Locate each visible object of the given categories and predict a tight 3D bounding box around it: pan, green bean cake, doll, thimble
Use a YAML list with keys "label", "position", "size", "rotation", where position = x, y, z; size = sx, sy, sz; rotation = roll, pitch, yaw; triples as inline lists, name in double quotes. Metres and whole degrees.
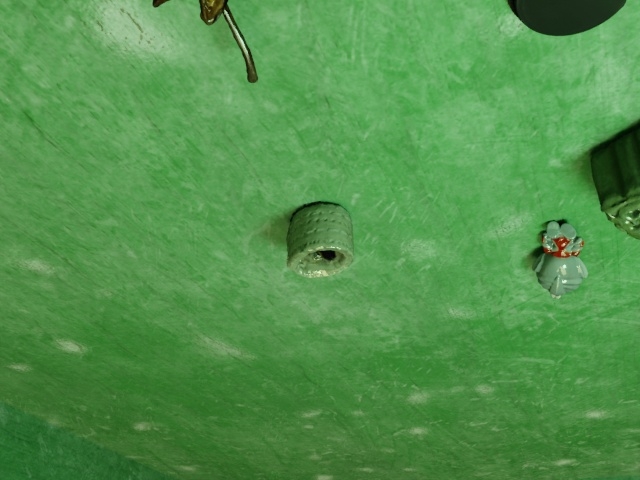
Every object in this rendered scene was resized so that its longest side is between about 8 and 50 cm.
- label: "pan"
  position: [0.266, -0.299, 0.705]
  size: [0.136, 0.028, 0.235]
  rotation: [-4, 147, 7]
- label: "green bean cake"
  position: [0.525, -0.082, 0.958]
  size: [0.227, 0.125, 0.222]
  rotation: [18, 145, -32]
- label: "doll"
  position: [0.415, 0.037, 1.196]
  size: [0.094, 0.079, 0.180]
  rotation: [6, 138, 21]
- label: "thimble"
  position: [0.000, 0.000, 1.139]
  size: [0.115, 0.090, 0.102]
  rotation: [-17, 147, 24]

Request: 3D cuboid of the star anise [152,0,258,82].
- label: "star anise"
  position: [-0.118, -0.275, 0.712]
  size: [0.177, 0.073, 0.234]
  rotation: [6, 132, -22]
